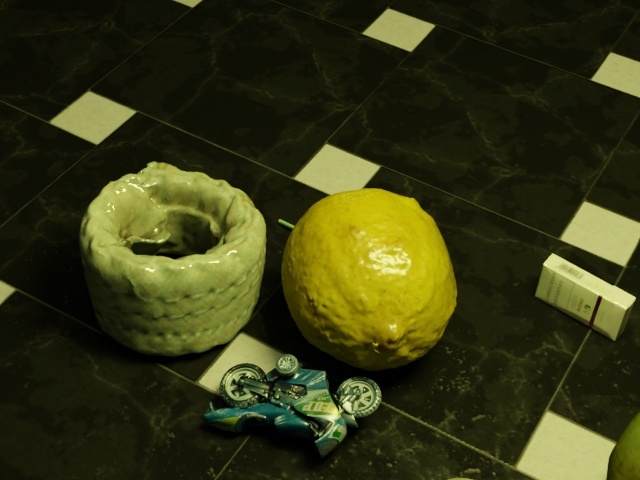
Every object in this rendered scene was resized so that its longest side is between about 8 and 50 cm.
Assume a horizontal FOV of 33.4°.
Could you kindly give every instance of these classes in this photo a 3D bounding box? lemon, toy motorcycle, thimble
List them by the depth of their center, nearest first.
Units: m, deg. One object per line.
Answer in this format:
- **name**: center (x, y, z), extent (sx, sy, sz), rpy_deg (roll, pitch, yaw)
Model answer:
- **toy motorcycle**: center (-0.042, 0.250, 1.572), extent (0.255, 0.092, 0.135), rpy_deg (5, 54, 14)
- **lemon**: center (0.074, 0.054, 1.655), extent (0.268, 0.268, 0.321), rpy_deg (-3, 46, -6)
- **thimble**: center (-0.239, 0.027, 1.706), extent (0.292, 0.195, 0.291), rpy_deg (3, 41, -3)

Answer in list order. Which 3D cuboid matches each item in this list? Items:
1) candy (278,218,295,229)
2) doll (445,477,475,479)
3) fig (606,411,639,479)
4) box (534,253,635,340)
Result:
- **candy**: center (0.000, 0.000, 1.852), extent (0.194, 0.058, 0.062), rpy_deg (27, 41, 32)
- **doll**: center (0.271, 0.419, 1.336), extent (0.371, 0.225, 0.215), rpy_deg (-3, 11, 0)
- **fig**: center (0.495, 0.309, 1.450), extent (0.207, 0.230, 0.207), rpy_deg (-3, 4, 0)
- **box**: center (0.433, 0.093, 1.753), extent (0.154, 0.084, 0.040), rpy_deg (30, 49, 24)
